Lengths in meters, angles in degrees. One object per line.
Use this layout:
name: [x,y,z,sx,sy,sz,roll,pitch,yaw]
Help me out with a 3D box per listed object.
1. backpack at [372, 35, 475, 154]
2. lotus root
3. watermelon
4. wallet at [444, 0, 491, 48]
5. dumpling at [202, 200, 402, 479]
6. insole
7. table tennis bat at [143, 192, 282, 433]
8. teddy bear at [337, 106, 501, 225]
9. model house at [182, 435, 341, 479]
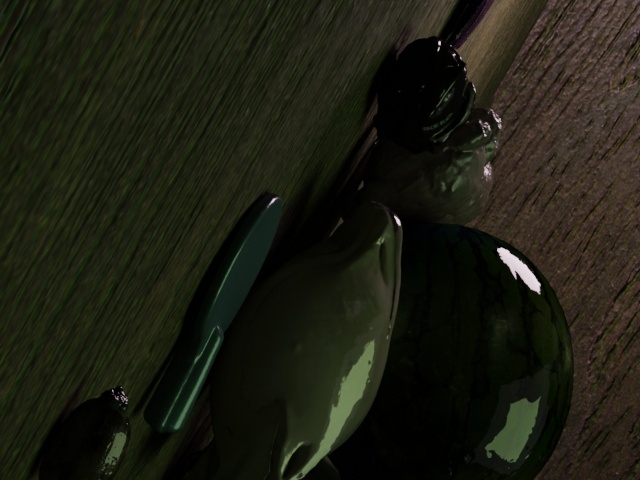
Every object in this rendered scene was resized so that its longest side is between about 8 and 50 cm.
backpack: [0.120,-0.161,1.727,0.120,0.105,0.165,-55,177,-1]
lotus root: [-0.170,0.152,1.130,0.099,0.054,0.049,-60,-165,10]
watermelon: [0.140,0.154,1.844,0.363,0.363,0.363,-58,174,-10]
wallet: [0.207,-0.308,2.080,0.111,0.030,0.166,-61,174,10]
dumpling: [-0.032,0.125,1.663,0.260,0.181,0.341,161,-66,-70]
insole: [0.000,0.000,1.991,0.328,0.007,0.111,-59,172,-5]
table tennis bat: [-0.095,0.067,1.421,0.244,0.040,0.153,-63,173,-4]
teddy bear: [0.130,-0.084,1.928,0.236,0.151,0.267,-34,162,7]
model house: [-0.085,0.354,1.951,0.284,0.243,0.298,-46,169,7]
